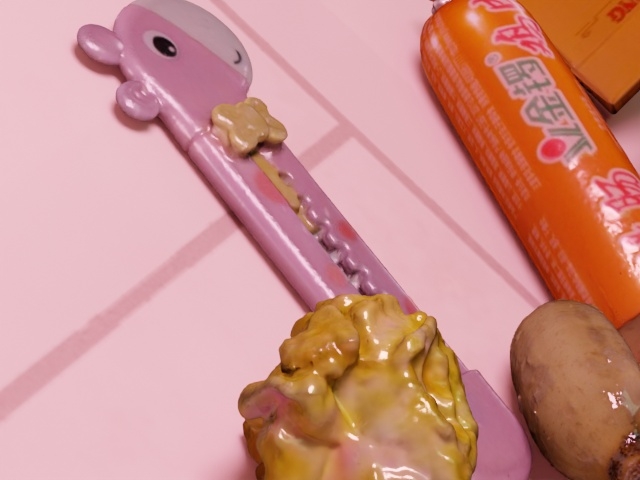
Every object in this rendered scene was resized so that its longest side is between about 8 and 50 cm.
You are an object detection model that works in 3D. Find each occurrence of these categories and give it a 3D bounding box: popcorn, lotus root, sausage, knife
[{"bbox_3d":[0.018,0.099,1.028,0.126,0.126,0.145,2,88,-7],"label":"popcorn"},{"bbox_3d":[0.158,0.097,1.170,0.090,0.077,0.183,54,6,-26],"label":"lotus root"},{"bbox_3d":[0.153,-0.061,1.352,0.093,0.093,0.312,0,52,-43],"label":"sausage"},{"bbox_3d":[0.000,0.000,1.192,0.132,0.038,0.399,-20,68,-48],"label":"knife"}]

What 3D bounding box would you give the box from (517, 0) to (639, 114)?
[{"bbox_3d":[0.187,-0.252,1.508,0.274,0.174,0.076,46,7,7],"label":"box"}]
